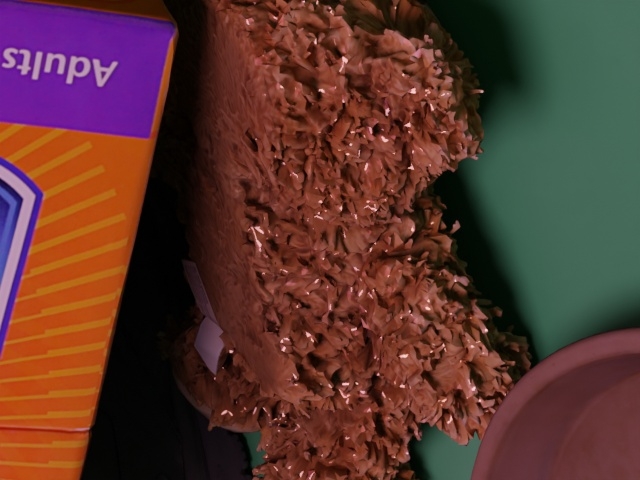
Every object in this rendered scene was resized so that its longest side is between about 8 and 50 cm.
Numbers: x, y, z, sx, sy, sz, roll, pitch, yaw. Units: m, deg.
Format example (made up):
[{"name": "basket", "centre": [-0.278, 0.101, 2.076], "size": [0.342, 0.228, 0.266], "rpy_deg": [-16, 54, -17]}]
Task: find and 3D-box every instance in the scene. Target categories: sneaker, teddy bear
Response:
[{"name": "sneaker", "centre": [-0.125, 0.062, 1.038], "size": [0.109, 0.130, 0.286], "rpy_deg": [-1, 106, 55]}, {"name": "teddy bear", "centre": [0.000, 0.000, 0.879], "size": [0.245, 0.113, 0.338], "rpy_deg": [34, 141, 48]}]

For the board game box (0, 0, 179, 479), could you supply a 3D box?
[{"name": "board game box", "centre": [-0.303, -0.017, 0.874], "size": [0.356, 0.357, 0.356], "rpy_deg": [-122, 42, -59]}]

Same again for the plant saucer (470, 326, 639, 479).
[{"name": "plant saucer", "centre": [0.171, 0.159, 0.766], "size": [0.278, 0.041, 0.277], "rpy_deg": [26, 127, 40]}]
